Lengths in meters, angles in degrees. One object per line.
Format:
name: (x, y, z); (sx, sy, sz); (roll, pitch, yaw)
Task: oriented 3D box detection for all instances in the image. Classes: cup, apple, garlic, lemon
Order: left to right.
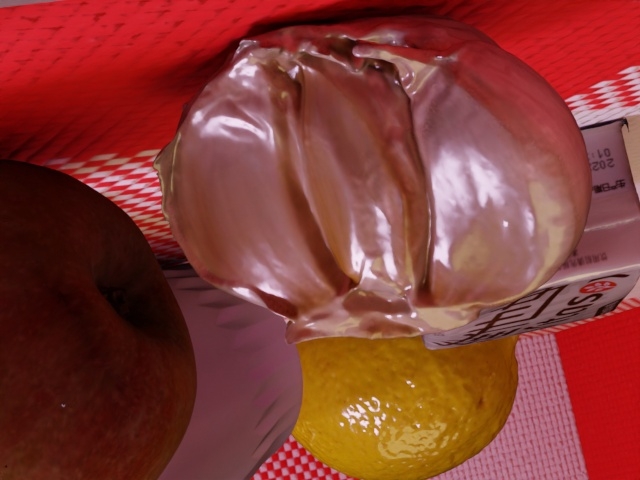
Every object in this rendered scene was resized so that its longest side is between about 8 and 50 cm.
apple: (-0.203, 0.075, 0.945); (0.234, 0.257, 0.257); (-28, 167, 20)
cup: (-0.197, 0.162, 1.399); (0.253, 0.253, 0.371); (-18, -177, 35)
garlic: (0.037, -0.050, 0.888); (0.229, 0.178, 0.143); (3, -150, 24)
lemon: (0.083, 0.143, 1.818); (0.267, 0.267, 0.267); (-12, 172, -2)

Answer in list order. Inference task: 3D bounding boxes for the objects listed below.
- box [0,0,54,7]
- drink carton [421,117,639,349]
box: (-0.231, -0.097, 0.433); (0.365, 0.051, 0.204); (-9, 171, -18)
drink carton: (0.169, 0.007, 1.433); (0.194, 0.132, 0.324); (-13, 170, 2)
